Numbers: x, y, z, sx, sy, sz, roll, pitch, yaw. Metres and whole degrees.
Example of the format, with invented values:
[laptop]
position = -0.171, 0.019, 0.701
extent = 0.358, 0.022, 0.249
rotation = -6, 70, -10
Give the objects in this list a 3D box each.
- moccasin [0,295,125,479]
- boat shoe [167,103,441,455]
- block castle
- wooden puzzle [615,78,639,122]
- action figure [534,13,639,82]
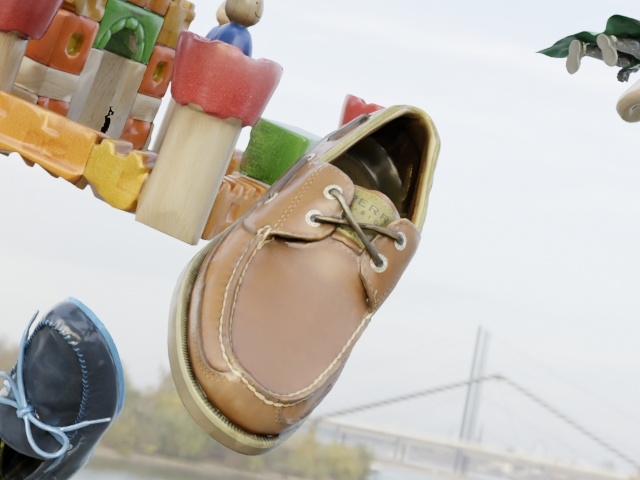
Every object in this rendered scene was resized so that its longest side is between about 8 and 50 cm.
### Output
[moccasin]
position = -0.300, 0.200, 1.360
extent = 0.137, 0.116, 0.342
rotation = 42, -39, 21
[boat shoe]
position = 0.000, 0.000, 0.754
extent = 0.110, 0.307, 0.104
rotation = 40, -56, -12
[block castle]
position = -0.110, -0.140, 1.147
extent = 0.303, 0.213, 0.453
rotation = 24, 7, 20
[wooden puzzle]
position = 0.450, -0.207, 1.003
extent = 0.080, 0.322, 0.348
rotation = 54, -22, -7
[action figure]
position = 0.366, -0.210, 1.367
extent = 0.232, 0.064, 0.137
rotation = -7, 2, -42
